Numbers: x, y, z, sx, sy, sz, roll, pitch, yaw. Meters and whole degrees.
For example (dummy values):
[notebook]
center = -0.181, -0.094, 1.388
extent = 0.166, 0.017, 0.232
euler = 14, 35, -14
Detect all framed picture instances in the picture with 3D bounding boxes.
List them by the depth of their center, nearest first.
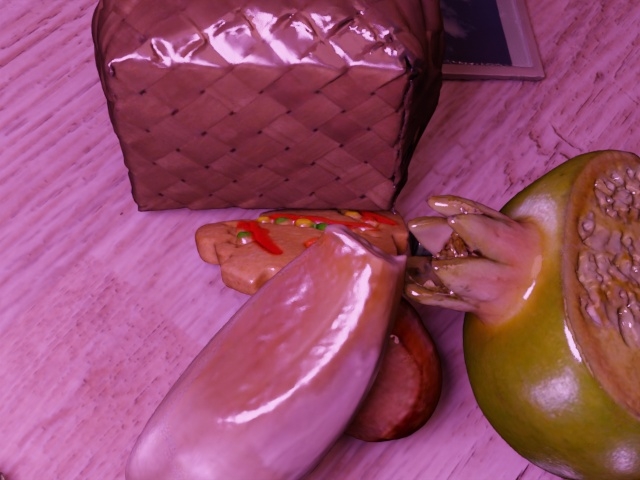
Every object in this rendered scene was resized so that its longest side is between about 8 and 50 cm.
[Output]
[framed picture]
center = 0.123, -0.281, 1.252
extent = 0.281, 0.019, 0.209
euler = -3, 65, -18

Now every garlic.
[garlic]
center = -0.037, 0.129, 0.873
extent = 0.143, 0.112, 0.318
euler = 39, 93, -4

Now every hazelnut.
[hazelnut]
center = 0.046, 0.113, 0.972
extent = 0.154, 0.143, 0.143
euler = 43, 60, -1

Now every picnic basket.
[picnic basket]
center = -0.050, -0.212, 1.014
extent = 0.337, 0.293, 0.337
euler = 1, 56, -1

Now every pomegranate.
[pomegranate]
center = 0.218, 0.071, 0.975
extent = 0.358, 0.216, 0.310
euler = 18, 61, -19

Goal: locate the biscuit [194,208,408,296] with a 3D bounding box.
[biscuit]
center = 0.000, 0.000, 1.007
extent = 0.212, 0.041, 0.238
euler = 15, 26, 38

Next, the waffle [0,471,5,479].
[waffle]
center = -0.254, 0.340, 0.798
extent = 0.317, 0.073, 0.297
euler = 32, 54, 9

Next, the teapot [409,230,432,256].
[teapot]
center = 0.148, 0.010, 1.101
extent = 0.110, 0.043, 0.043
euler = 8, 62, -7
